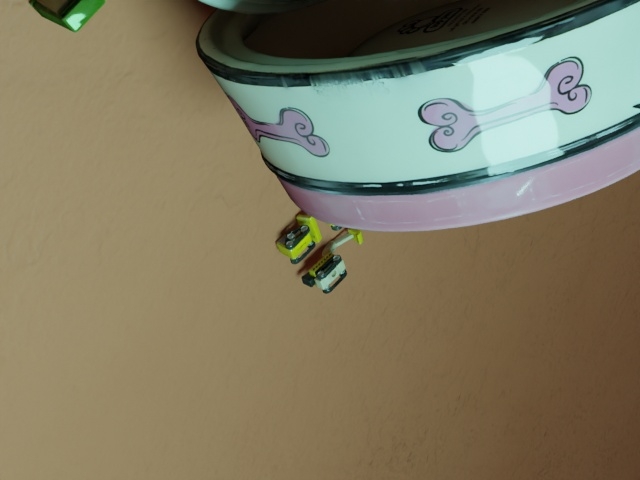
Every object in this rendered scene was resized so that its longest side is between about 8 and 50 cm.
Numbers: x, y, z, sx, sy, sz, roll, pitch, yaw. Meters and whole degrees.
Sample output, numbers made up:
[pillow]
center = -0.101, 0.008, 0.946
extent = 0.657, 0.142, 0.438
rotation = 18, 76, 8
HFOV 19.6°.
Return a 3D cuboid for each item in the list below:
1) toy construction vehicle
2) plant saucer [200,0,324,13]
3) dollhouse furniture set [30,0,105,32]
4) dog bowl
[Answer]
[toy construction vehicle]
center = 0.000, 0.000, 1.778
extent = 0.098, 0.035, 0.086
rotation = -47, 136, -27
[plant saucer]
center = 0.036, -0.325, 1.275
extent = 0.400, 0.100, 0.400
rotation = -30, 139, -30
[dollhouse furniture set]
center = -0.214, -0.214, 1.293
extent = 0.076, 0.058, 0.151
rotation = -49, 128, -7
[dog bowl]
center = 0.118, -0.143, 1.440
extent = 0.408, 0.408, 0.150
rotation = -35, 118, -37
